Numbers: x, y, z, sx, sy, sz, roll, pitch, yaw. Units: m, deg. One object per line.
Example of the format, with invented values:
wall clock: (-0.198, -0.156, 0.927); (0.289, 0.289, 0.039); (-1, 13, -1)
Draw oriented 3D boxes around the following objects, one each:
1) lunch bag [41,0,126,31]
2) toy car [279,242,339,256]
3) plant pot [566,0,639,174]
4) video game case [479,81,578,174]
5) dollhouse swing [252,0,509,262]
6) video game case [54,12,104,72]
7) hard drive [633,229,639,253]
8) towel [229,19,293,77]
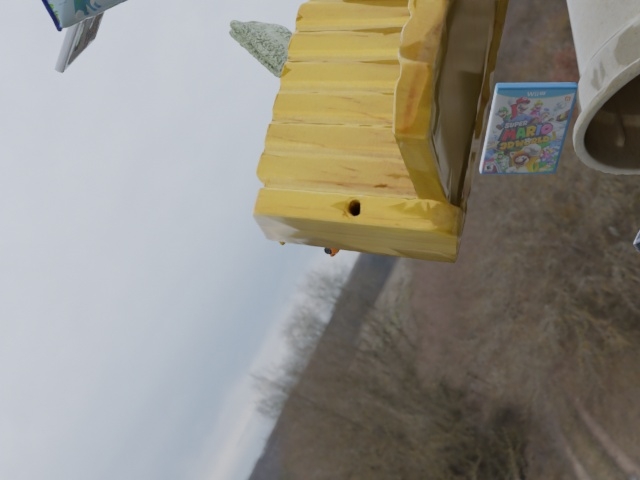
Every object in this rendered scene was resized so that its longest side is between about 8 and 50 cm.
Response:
lunch bag: (-0.292, -0.348, 1.081); (0.129, 0.151, 0.096); (-24, 21, 0)
toy car: (0.000, 0.000, 1.179); (0.040, 0.060, 0.122); (-19, 6, 33)
plant pot: (0.409, -0.285, 1.016); (0.334, 0.334, 0.305); (112, 149, -63)
video game case: (0.308, -0.164, 1.342); (0.166, 0.119, 0.015); (92, 177, -46)
dollhouse swing: (0.030, -0.191, 0.823); (0.305, 0.315, 0.346); (31, -111, -58)
video game case: (-0.380, -0.367, 1.472); (0.157, 0.019, 0.143); (-58, 9, 36)
hard drive: (0.625, 0.031, 1.404); (0.172, 0.255, 0.054); (-27, 37, 40)
towel: (-0.063, -0.292, 1.365); (0.110, 0.148, 0.027); (-11, -43, -41)
